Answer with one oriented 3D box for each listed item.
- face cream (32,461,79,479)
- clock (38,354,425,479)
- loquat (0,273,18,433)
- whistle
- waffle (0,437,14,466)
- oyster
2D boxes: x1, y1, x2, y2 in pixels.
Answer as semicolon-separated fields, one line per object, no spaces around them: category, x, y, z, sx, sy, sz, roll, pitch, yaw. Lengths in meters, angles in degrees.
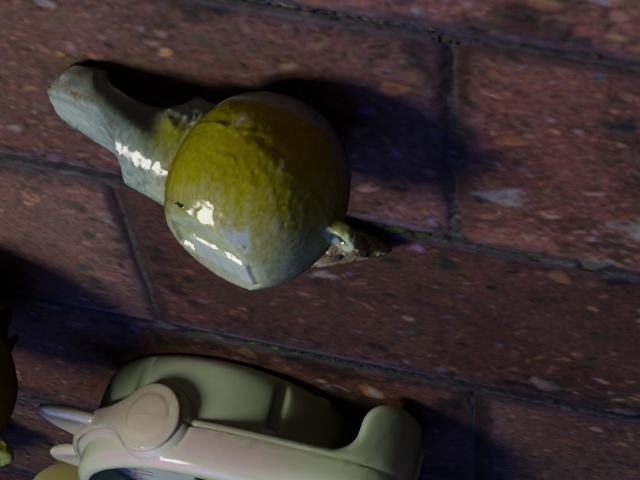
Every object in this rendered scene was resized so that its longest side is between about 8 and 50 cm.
face cream;-0.192;0.319;1.942;0.174;0.081;0.348;8;154;14
clock;-0.080;0.190;1.582;0.324;0.108;0.265;15;156;2
loquat;-0.328;0.102;1.436;0.213;0.213;0.213;12;155;6
whistle;-0.065;-0.053;1.103;0.223;0.123;0.123;30;161;21
waffle;-0.423;0.180;1.817;0.208;0.054;0.214;26;159;-30
oyster;0.000;0.000;1.247;0.083;0.038;0.081;-4;173;-21
